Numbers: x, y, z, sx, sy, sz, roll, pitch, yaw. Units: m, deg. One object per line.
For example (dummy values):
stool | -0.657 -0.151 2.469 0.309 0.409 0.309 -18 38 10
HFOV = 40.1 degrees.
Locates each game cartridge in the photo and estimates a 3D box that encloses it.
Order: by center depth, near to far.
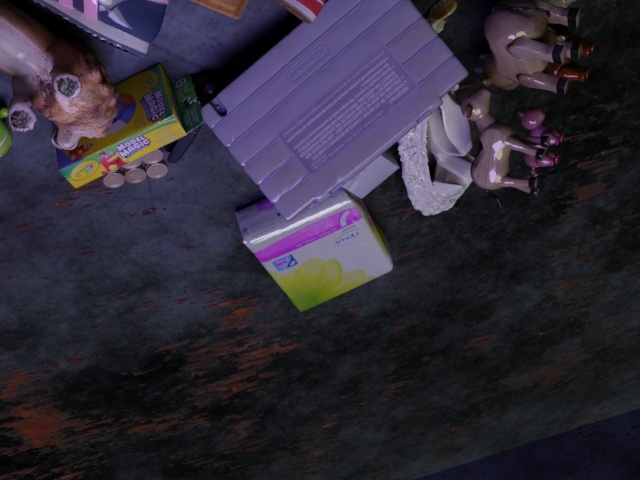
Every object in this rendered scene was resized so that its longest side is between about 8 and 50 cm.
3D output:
game cartridge | 0.020 -0.219 1.329 0.355 0.068 0.230 -39 96 6

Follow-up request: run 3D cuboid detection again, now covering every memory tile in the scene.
memory tile | -0.320 -0.147 1.454 0.113 0.012 0.148 -14 143 -8

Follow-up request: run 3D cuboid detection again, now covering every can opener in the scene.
can opener | -0.207 -0.192 1.412 0.073 0.059 0.186 13 131 -32

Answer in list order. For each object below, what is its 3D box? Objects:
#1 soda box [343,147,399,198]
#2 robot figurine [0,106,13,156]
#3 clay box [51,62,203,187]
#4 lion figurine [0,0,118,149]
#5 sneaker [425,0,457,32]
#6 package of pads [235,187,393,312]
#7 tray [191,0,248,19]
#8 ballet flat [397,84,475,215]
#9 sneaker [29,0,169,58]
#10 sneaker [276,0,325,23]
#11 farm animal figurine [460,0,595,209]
soda box | 0.008 -0.180 1.502 0.098 0.091 0.286 -38 139 22
robot figurine | -0.506 -0.165 1.298 0.101 0.067 0.115 -49 143 -12
clay box | -0.294 -0.182 1.328 0.222 0.127 0.053 -26 142 6
lion figurine | -0.418 -0.263 1.130 0.142 0.240 0.392 -39 116 8
sneaker | 0.191 -0.359 1.424 0.083 0.032 0.037 -38 154 29
package of pads | 0.000 0.000 1.715 0.229 0.101 0.296 -25 143 7
tray | -0.094 -0.485 1.052 0.203 0.076 0.411 14 124 -36
ballet flat | 0.212 -0.160 1.562 0.147 0.147 0.409 -24 142 4
sneaker | -0.340 -0.362 1.131 0.319 0.112 0.131 26 94 -38
sneaker | -0.042 -0.376 1.272 0.118 0.042 0.067 36 86 -14
farm animal figurine | 0.318 -0.269 1.423 0.172 0.330 0.327 18 150 23
